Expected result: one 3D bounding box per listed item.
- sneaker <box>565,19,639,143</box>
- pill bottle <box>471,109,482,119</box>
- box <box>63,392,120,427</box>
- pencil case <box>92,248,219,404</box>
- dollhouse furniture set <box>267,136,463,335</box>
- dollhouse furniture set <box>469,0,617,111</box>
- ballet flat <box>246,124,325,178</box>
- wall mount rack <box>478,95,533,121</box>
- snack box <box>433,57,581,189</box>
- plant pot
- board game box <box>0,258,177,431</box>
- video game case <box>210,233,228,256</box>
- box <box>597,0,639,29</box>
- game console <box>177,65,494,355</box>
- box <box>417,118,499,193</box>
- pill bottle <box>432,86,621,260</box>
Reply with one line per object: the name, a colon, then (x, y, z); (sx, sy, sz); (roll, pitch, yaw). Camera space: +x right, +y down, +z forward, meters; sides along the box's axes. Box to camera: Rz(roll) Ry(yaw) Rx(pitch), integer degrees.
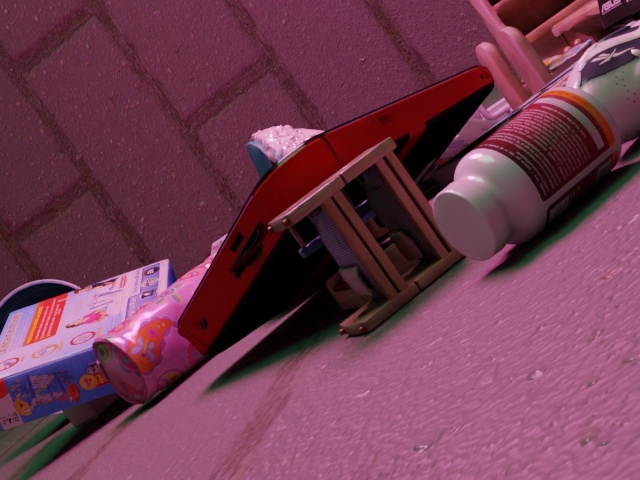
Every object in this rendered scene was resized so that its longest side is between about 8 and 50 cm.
sneaker: (0.321, -0.174, 0.891); (0.235, 0.094, 0.153); (-26, -9, -27)
pill bottle: (0.184, -0.164, 1.782); (0.193, 0.108, 0.108); (-37, 4, -24)
box: (-0.366, 0.215, 1.920); (0.094, 0.113, 0.275); (-32, 4, 44)
pencil case: (-0.198, 0.119, 1.545); (0.284, 0.124, 0.124); (-39, 6, -37)
dollhouse furniture set: (0.023, 0.006, 1.010); (0.129, 0.129, 0.183); (-37, 6, -19)
dollhouse furniture set: (0.376, -0.371, 1.548); (0.362, 0.256, 0.394); (-36, 4, -4)
ballet flat: (-0.016, -0.117, 1.665); (0.147, 0.147, 0.409); (-36, 17, -4)
wall mount rack: (0.366, -0.321, 1.928); (0.304, 0.130, 0.350); (-36, 5, -10)
snack box: (0.295, -0.162, 1.201); (0.322, 0.060, 0.187); (-37, 5, -26)
plant pot: (-0.527, 0.225, 2.214); (0.271, 0.271, 0.255); (-35, -10, 4)
board game box: (-0.383, 0.164, 1.744); (0.302, 0.086, 0.308); (-19, 19, 0)
video game case: (-0.139, 0.054, 1.775); (0.201, 0.023, 0.183); (-31, 45, 48)
box: (0.402, -0.259, 1.024); (0.190, 0.045, 0.184); (-8, -9, -21)
game console: (0.010, -0.030, 1.223); (0.342, 0.060, 0.386); (-34, -13, -39)
box: (0.169, -0.123, 1.579); (0.186, 0.038, 0.145); (-33, -18, 34)
pill bottle: (0.164, -0.052, 0.841); (0.152, 0.086, 0.086); (-37, 4, -25)
